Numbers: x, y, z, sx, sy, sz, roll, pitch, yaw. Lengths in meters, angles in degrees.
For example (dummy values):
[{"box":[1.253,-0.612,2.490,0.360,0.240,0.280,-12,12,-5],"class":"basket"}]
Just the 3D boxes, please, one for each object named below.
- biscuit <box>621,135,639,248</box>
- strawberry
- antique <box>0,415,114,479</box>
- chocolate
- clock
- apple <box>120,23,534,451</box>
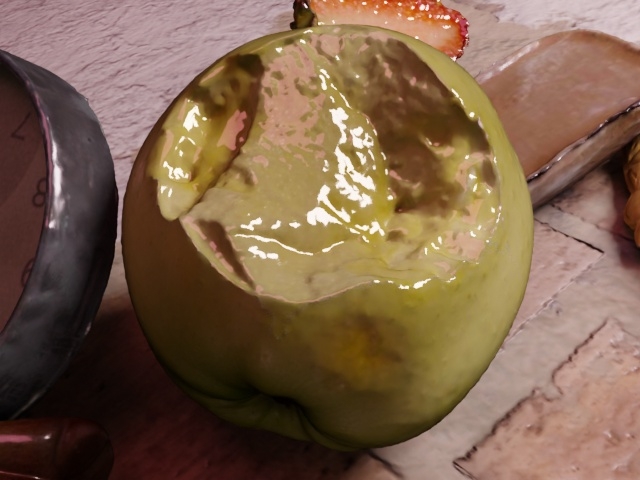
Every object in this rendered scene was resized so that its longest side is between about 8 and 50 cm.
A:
[{"box":[0.302,-0.058,0.646,0.162,0.035,0.250,-42,19,9],"class":"biscuit"},{"box":[0.060,-0.203,0.915,0.208,0.087,0.167,7,58,-15],"class":"strawberry"},{"box":[-0.247,0.204,0.479,0.257,0.121,0.143,-10,48,-8],"class":"antique"},{"box":[0.178,-0.084,0.726,0.261,0.083,0.161,-30,41,-6],"class":"chocolate"},{"box":[-0.264,-0.002,0.553,0.281,0.055,0.280,-7,74,24],"class":"clock"},{"box":[0.000,0.000,0.548,0.279,0.279,0.279,-8,40,6],"class":"apple"}]
